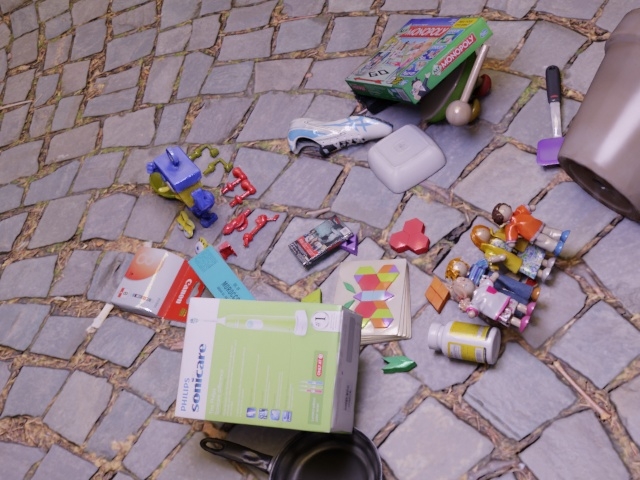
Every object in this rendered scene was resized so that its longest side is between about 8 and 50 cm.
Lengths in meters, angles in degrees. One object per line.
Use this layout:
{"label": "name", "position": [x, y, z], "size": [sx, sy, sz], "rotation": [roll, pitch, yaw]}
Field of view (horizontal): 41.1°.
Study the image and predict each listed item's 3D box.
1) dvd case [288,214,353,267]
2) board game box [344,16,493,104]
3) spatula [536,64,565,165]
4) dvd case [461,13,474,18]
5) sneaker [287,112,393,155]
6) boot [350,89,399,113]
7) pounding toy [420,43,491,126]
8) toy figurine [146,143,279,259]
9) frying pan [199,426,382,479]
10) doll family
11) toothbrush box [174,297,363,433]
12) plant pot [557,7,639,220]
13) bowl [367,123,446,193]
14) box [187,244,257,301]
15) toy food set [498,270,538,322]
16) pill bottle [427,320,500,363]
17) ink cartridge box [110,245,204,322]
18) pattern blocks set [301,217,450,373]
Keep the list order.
{"label": "dvd case", "position": [0.000, 0.000, 1.725], "size": [0.119, 0.013, 0.087], "rotation": [-35, 35, -5]}
{"label": "board game box", "position": [0.194, -0.380, 1.779], "size": [0.213, 0.046, 0.317], "rotation": [-43, 23, -6]}
{"label": "spatula", "position": [0.480, -0.259, 1.738], "size": [0.084, 0.030, 0.296], "rotation": [-4, 53, 17]}
{"label": "dvd case", "position": [0.225, -0.407, 1.866], "size": [0.165, 0.018, 0.221], "rotation": [-8, 38, 51]}
{"label": "sneaker", "position": [0.043, -0.228, 1.861], "size": [0.237, 0.085, 0.086], "rotation": [-1, 80, 17]}
{"label": "boot", "position": [0.136, -0.341, 1.929], "size": [0.121, 0.045, 0.099], "rotation": [-27, 44, -2]}
{"label": "pounding toy", "position": [0.309, -0.311, 1.785], "size": [0.182, 0.110, 0.237], "rotation": [-64, 14, 7]}
{"label": "toy figurine", "position": [-0.274, -0.149, 1.825], "size": [0.191, 0.217, 0.362], "rotation": [-35, 50, -7]}
{"label": "frying pan", "position": [-0.052, 0.408, 1.422], "size": [0.326, 0.053, 0.197], "rotation": [-12, 49, 14]}
{"label": "doll family", "position": [0.311, 0.053, 1.498], "size": [0.163, 0.118, 0.263], "rotation": [26, 62, 12]}
{"label": "toothbrush box", "position": [-0.085, 0.211, 1.444], "size": [0.283, 0.122, 0.206], "rotation": [1, 77, 20]}
{"label": "plant pot", "position": [0.579, -0.199, 1.505], "size": [0.280, 0.323, 0.323], "rotation": [-50, 51, 3]}
{"label": "bowl", "position": [0.175, -0.182, 1.784], "size": [0.142, 0.053, 0.142], "rotation": [-32, 48, -5]}
{"label": "box", "position": [-0.161, 0.119, 1.653], "size": [0.060, 0.100, 0.244], "rotation": [-38, 50, -7]}
{"label": "toy food set", "position": [0.343, 0.101, 1.526], "size": [0.122, 0.019, 0.078], "rotation": [-36, 50, -18]}
{"label": "pill bottle", "position": [0.248, 0.174, 1.475], "size": [0.116, 0.065, 0.065], "rotation": [7, 58, 25]}
{"label": "ink cartridge box", "position": [-0.331, 0.090, 1.779], "size": [0.179, 0.045, 0.145], "rotation": [6, 57, 28]}
{"label": "pattern blocks set", "position": [0.098, 0.110, 1.608], "size": [0.286, 0.026, 0.324], "rotation": [-16, 51, 10]}
